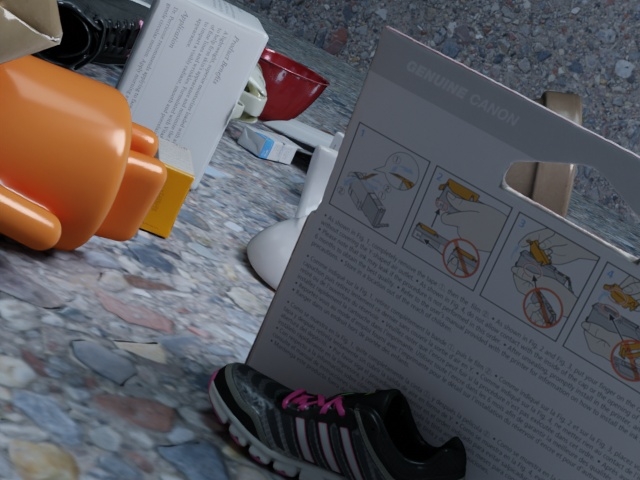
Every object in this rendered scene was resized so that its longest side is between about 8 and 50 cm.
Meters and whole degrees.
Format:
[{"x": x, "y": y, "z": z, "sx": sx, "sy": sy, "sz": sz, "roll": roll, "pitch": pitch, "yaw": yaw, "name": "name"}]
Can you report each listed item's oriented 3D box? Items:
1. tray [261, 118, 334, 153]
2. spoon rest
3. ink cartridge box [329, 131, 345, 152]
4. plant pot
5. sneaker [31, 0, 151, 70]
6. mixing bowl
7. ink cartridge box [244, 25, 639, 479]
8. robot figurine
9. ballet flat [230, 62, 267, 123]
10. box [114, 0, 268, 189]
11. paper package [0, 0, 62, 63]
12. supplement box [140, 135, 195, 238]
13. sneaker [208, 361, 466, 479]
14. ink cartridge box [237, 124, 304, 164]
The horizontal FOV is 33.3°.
[{"x": 0.048, "y": -0.114, "z": 1.507, "sx": 0.270, "sy": 0.030, "sz": 0.145, "roll": 28, "pitch": 1, "yaw": 43, "name": "tray"}, {"x": 0.000, "y": 0.000, "z": 1.050, "sx": 0.137, "sy": 0.084, "sz": 0.276, "roll": 24, "pitch": 27, "yaw": -8, "name": "spoon rest"}, {"x": 0.117, "y": -0.022, "z": 1.260, "sx": 0.172, "sy": 0.100, "sz": 0.237, "roll": 16, "pitch": 17, "yaw": -35, "name": "ink cartridge box"}, {"x": 0.270, "y": -0.114, "z": 1.676, "sx": 0.229, "sy": 0.263, "sz": 0.263, "roll": 9, "pitch": 12, "yaw": 5, "name": "plant pot"}, {"x": -0.296, "y": -0.269, "z": 1.422, "sx": 0.295, "sy": 0.105, "sz": 0.147, "roll": 7, "pitch": 25, "yaw": -40, "name": "sneaker"}, {"x": -0.087, "y": -0.251, "z": 1.737, "sx": 0.181, "sy": 0.098, "sz": 0.181, "roll": 26, "pitch": 13, "yaw": -6, "name": "mixing bowl"}, {"x": 0.119, "y": 0.053, "z": 0.630, "sx": 0.296, "sy": 0.261, "sz": 0.066, "roll": 32, "pitch": 24, "yaw": 22, "name": "ink cartridge box"}, {"x": -0.219, "y": -0.068, "z": 0.744, "sx": 0.219, "sy": 0.158, "sz": 0.128, "roll": 19, "pitch": -23, "yaw": -29, "name": "robot figurine"}, {"x": -0.137, "y": -0.195, "z": 1.436, "sx": 0.106, "sy": 0.108, "sz": 0.316, "roll": 28, "pitch": 23, "yaw": 16, "name": "ballet flat"}, {"x": -0.151, "y": -0.176, "z": 1.155, "sx": 0.119, "sy": 0.181, "sz": 0.182, "roll": 24, "pitch": 13, "yaw": -14, "name": "box"}, {"x": -0.368, "y": -0.207, "z": 0.647, "sx": 0.309, "sy": 0.168, "sz": 0.325, "roll": -28, "pitch": 48, "yaw": -32, "name": "paper package"}, {"x": -0.141, "y": -0.049, "z": 0.956, "sx": 0.036, "sy": 0.062, "sz": 0.098, "roll": 22, "pitch": 15, "yaw": -16, "name": "supplement box"}, {"x": 0.014, "y": 0.109, "z": 0.629, "sx": 0.170, "sy": 0.075, "sz": 0.063, "roll": 31, "pitch": 14, "yaw": 17, "name": "sneaker"}, {"x": -0.067, "y": -0.129, "z": 1.467, "sx": 0.048, "sy": 0.028, "sz": 0.083, "roll": 36, "pitch": 16, "yaw": 35, "name": "ink cartridge box"}]
